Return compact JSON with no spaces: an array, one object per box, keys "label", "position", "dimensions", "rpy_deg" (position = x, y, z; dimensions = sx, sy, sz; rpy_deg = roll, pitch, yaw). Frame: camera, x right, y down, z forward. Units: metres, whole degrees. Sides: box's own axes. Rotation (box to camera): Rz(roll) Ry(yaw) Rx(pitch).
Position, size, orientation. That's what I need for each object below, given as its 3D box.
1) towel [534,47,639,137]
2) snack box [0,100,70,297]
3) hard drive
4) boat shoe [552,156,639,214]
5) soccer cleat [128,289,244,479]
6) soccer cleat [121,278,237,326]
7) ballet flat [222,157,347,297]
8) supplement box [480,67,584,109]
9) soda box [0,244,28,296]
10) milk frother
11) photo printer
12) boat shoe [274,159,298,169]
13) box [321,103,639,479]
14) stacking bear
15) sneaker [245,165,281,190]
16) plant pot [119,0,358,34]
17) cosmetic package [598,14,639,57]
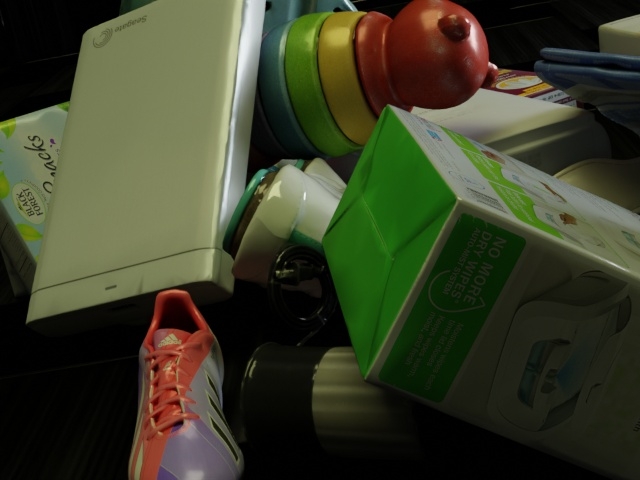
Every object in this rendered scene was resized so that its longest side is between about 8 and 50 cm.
[{"label":"towel","position":[0.370,-0.134,1.162],"dimensions":[0.209,0.034,0.285],"rpy_deg":[14,-2,40]},{"label":"snack box","position":[-0.269,-0.043,1.233],"dimensions":[0.175,0.207,0.070],"rpy_deg":[-24,-16,-34]},{"label":"hard drive","position":[-0.170,-0.090,1.127],"dimensions":[0.233,0.047,0.353],"rpy_deg":[-14,57,31]},{"label":"boat shoe","position":[0.317,-0.050,1.168],"dimensions":[0.206,0.075,0.065],"rpy_deg":[-19,-23,-6]},{"label":"soccer cleat","position":[-0.105,0.118,0.835],"dimensions":[0.083,0.095,0.248],"rpy_deg":[-12,18,-2]},{"label":"soccer cleat","position":[-0.141,0.028,1.167],"dimensions":[0.076,0.068,0.196],"rpy_deg":[4,27,46]},{"label":"ballet flat","position":[0.000,0.000,1.054],"dimensions":[0.139,0.139,0.400],"rpy_deg":[-10,2,4]},{"label":"supplement box","position":[0.249,-0.173,1.496],"dimensions":[0.104,0.080,0.188],"rpy_deg":[-20,20,-24]},{"label":"soda box","position":[-0.317,-0.007,1.360],"dimensions":[0.074,0.069,0.216],"rpy_deg":[-10,19,3]},{"label":"milk frother","position":[0.025,0.078,0.803],"dimensions":[0.135,0.143,0.129],"rpy_deg":[-3,15,26]},{"label":"photo printer","position":[0.136,-0.094,1.291],"dimensions":[0.256,0.107,0.307],"rpy_deg":[-18,20,-19]},{"label":"boat shoe","position":[-0.068,-0.096,1.478],"dimensions":[0.081,0.079,0.227],"rpy_deg":[-16,12,7]},{"label":"box","position":[0.139,0.028,0.749],"dimensions":[0.231,0.126,0.262],"rpy_deg":[23,14,-13]},{"label":"stacking bear","position":[0.036,-0.173,1.179],"dimensions":[0.289,0.175,0.164],"rpy_deg":[-11,49,28]},{"label":"sneaker","position":[-0.133,-0.072,1.382],"dimensions":[0.302,0.108,0.121],"rpy_deg":[6,25,37]},{"label":"plant pot","position":[-0.101,-0.303,1.747],"dimensions":[0.341,0.341,0.334],"rpy_deg":[-18,28,-18]},{"label":"cosmetic package","position":[0.508,-0.227,1.458],"dimensions":[0.160,0.113,0.309],"rpy_deg":[-16,20,-14]}]
